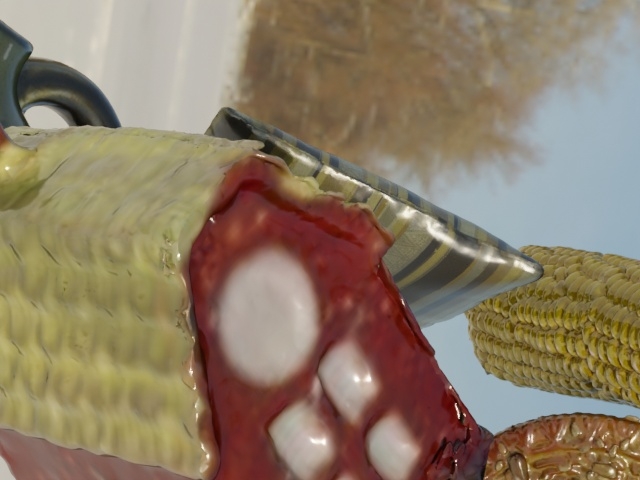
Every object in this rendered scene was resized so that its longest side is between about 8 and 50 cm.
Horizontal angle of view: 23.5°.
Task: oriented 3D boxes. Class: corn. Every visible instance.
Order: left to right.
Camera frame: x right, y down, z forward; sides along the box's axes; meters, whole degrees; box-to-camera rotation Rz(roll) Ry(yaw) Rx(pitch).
[{"bbox_3d":[0.192,0.060,1.008,0.305,0.106,0.106,-171,-90,-66],"label":"corn"}]

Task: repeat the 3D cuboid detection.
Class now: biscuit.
[{"bbox_3d":[0.138,0.168,0.925,0.126,0.206,0.025,56,19,-10],"label":"biscuit"}]

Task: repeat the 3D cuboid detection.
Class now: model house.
[{"bbox_3d":[-0.068,0.048,0.717,0.160,0.196,0.254,-51,127,-30],"label":"model house"}]

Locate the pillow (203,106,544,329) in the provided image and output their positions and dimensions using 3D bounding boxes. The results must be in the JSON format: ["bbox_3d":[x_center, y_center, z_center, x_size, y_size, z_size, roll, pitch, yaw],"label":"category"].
[{"bbox_3d":[0.000,0.000,0.933,0.208,0.212,0.052,-35,-148,61],"label":"pillow"}]

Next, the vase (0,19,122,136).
[{"bbox_3d":[-0.291,-0.058,1.258,0.241,0.329,0.302,9,-81,42],"label":"vase"}]
